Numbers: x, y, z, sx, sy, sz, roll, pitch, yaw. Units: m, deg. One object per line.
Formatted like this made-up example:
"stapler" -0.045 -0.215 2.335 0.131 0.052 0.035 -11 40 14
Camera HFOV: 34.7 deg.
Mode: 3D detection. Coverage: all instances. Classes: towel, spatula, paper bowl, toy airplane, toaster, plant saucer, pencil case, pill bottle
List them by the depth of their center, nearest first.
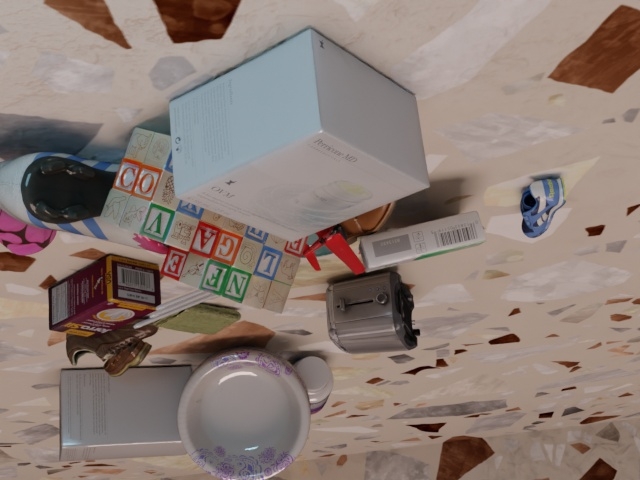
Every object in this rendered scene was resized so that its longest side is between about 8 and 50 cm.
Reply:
"pencil case" -0.454 -0.039 1.373 0.098 0.095 0.209 -36 150 15
"toy airplane" 0.000 0.000 1.543 0.028 0.151 0.151 -39 172 -27
"plant saucer" -0.012 -0.003 1.671 0.119 0.021 0.119 -6 157 -3
"spatula" -0.193 0.086 1.734 0.242 0.019 0.168 -20 173 -31
"toaster" 0.098 0.143 1.926 0.146 0.129 0.227 -8 160 13
"towel" -0.238 0.150 1.976 0.148 0.027 0.110 13 150 -37
"paper bowl" -0.163 0.368 2.218 0.284 0.284 0.148 -6 -175 0
"pill bottle" -0.027 0.334 2.377 0.108 0.108 0.193 -3 157 -7

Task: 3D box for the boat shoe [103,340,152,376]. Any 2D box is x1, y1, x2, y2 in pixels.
"boat shoe" -0.407 0.231 2.101 0.060 0.064 0.178 40 145 -14

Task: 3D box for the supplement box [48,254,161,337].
"supplement box" -0.369 0.099 1.742 0.188 0.080 0.104 -25 152 39

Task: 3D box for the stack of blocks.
"stack of blocks" -0.146 -0.019 1.374 0.087 0.171 0.297 17 176 40

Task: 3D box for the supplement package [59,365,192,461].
"supplement package" -0.441 0.395 2.319 0.293 0.177 0.175 1 157 -15

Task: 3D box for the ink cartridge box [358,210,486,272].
"ink cartridge box" 0.151 0.010 1.606 0.181 0.056 0.224 -14 172 -1

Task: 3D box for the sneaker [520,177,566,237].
"sneaker" 0.337 -0.053 1.609 0.059 0.053 0.144 -3 149 -11

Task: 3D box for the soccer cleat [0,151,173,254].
"soccer cleat" -0.294 -0.057 1.381 0.143 0.116 0.331 7 175 40

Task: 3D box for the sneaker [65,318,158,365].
"sneaker" -0.404 0.201 1.996 0.188 0.071 0.066 -10 157 10

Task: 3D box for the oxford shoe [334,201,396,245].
"oxford shoe" 0.047 -0.047 1.518 0.076 0.076 0.212 15 151 -24

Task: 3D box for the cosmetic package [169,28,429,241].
"cosmetic package" -0.024 -0.115 1.243 0.225 0.138 0.224 -23 153 32
